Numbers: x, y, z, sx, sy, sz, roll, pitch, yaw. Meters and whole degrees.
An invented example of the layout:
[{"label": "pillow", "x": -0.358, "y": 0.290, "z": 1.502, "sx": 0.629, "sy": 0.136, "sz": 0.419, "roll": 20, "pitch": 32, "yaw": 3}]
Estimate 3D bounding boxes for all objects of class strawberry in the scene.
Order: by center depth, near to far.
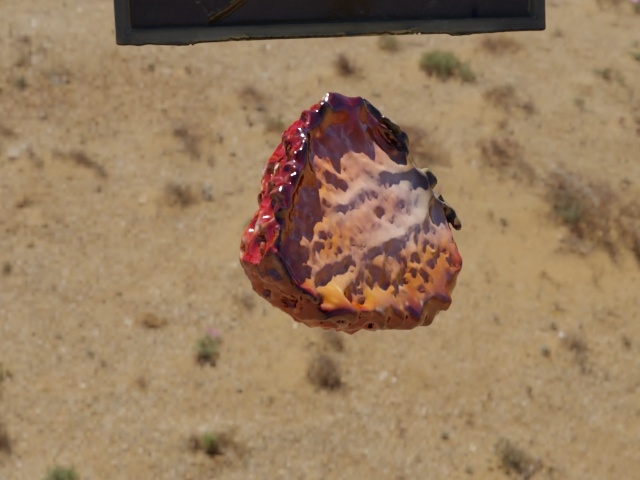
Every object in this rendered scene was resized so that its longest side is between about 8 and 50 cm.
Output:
[{"label": "strawberry", "x": 0.000, "y": 0.000, "z": 0.946, "sx": 0.111, "sy": 0.190, "sz": 0.236, "roll": -25, "pitch": 6, "yaw": 35}]

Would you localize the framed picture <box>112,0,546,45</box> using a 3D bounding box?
[{"label": "framed picture", "x": 0.007, "y": -0.201, "z": 0.695, "sx": 0.250, "sy": 0.184, "sz": 0.016, "roll": -5, "pitch": 10, "yaw": -12}]
